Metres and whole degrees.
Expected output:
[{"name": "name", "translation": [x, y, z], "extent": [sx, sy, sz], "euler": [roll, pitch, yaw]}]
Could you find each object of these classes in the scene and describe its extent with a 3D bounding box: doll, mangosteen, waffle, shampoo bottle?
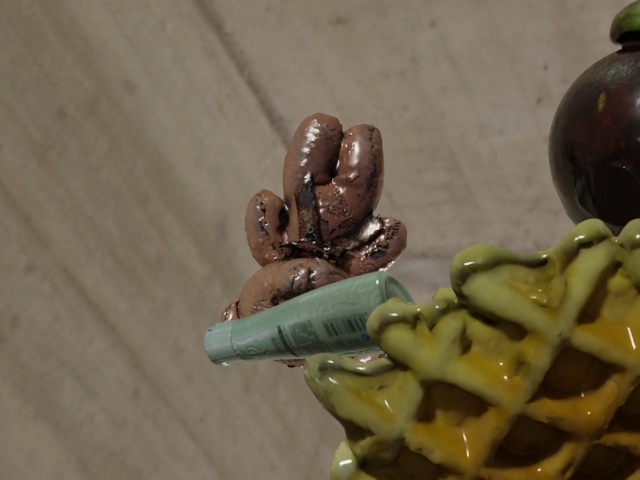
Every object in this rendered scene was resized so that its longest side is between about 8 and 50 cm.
[{"name": "doll", "translation": [0.000, 0.000, 1.532], "extent": [0.201, 0.303, 0.156], "euler": [9, -3, 2]}, {"name": "mangosteen", "translation": [0.397, -0.110, 1.474], "extent": [0.311, 0.311, 0.311], "euler": [13, -39, 11]}, {"name": "waffle", "translation": [0.130, 0.099, 0.616], "extent": [0.261, 0.056, 0.250], "euler": [-20, -61, 12]}, {"name": "shampoo bottle", "translation": [-0.012, 0.070, 1.057], "extent": [0.191, 0.041, 0.069], "euler": [-14, -58, 36]}]
